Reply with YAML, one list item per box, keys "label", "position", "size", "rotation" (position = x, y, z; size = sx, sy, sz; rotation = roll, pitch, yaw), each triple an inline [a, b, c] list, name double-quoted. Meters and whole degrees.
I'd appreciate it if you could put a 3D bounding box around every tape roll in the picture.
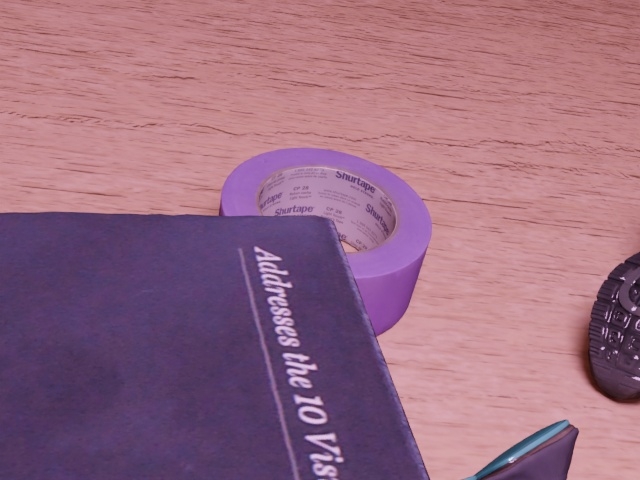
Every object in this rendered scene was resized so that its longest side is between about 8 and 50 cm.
- label: "tape roll"
  position: [0.000, 0.000, 0.823]
  size: [0.189, 0.080, 0.189]
  rotation: [9, 37, -7]

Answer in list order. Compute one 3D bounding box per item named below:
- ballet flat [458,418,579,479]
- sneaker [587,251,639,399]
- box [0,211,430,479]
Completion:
- label: "ballet flat"
  position: [0.120, 0.188, 0.638]
  size: [0.203, 0.074, 0.074]
  rotation: [-13, 44, -38]
- label: "sneaker"
  position: [0.339, 0.044, 0.847]
  size: [0.109, 0.130, 0.286]
  rotation: [28, 62, 29]
- label: "box"
  position: [-0.188, 0.237, 0.289]
  size: [0.472, 0.297, 0.480]
  rotation: [-1, 39, -15]
